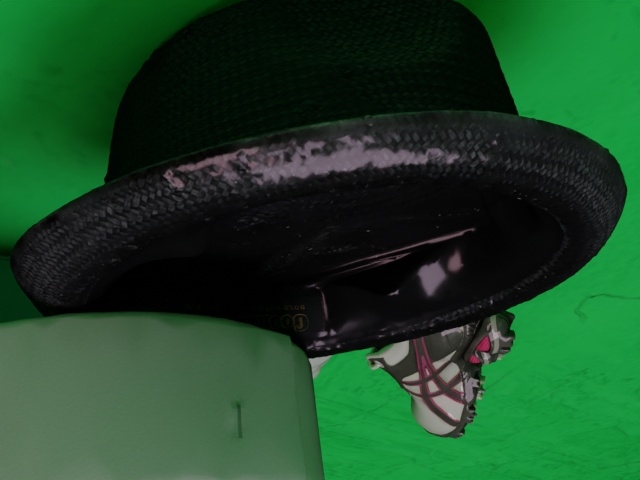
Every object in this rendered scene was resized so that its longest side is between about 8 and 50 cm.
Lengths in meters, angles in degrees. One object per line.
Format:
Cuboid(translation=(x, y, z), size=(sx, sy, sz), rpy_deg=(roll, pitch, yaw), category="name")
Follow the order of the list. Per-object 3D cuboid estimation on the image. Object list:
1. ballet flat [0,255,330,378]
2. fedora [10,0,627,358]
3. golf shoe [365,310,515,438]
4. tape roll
Cuboid(translation=(-0.157, 0.084, 0.960), size=(0.400, 0.139, 0.139), rpy_deg=(-5, 155, -24), category="ballet flat")
Cuboid(translation=(-0.007, -0.044, 0.747), size=(0.334, 0.152, 0.334), rpy_deg=(-7, 158, -3), category="fedora")
Cuboid(translation=(0.097, 0.094, 1.203), size=(0.120, 0.105, 0.273), rpy_deg=(5, 148, -2), category="golf shoe")
Cuboid(translation=(-0.138, 0.137, 0.812), size=(0.286, 0.100, 0.286), rpy_deg=(-6, 157, -2), category="tape roll")
